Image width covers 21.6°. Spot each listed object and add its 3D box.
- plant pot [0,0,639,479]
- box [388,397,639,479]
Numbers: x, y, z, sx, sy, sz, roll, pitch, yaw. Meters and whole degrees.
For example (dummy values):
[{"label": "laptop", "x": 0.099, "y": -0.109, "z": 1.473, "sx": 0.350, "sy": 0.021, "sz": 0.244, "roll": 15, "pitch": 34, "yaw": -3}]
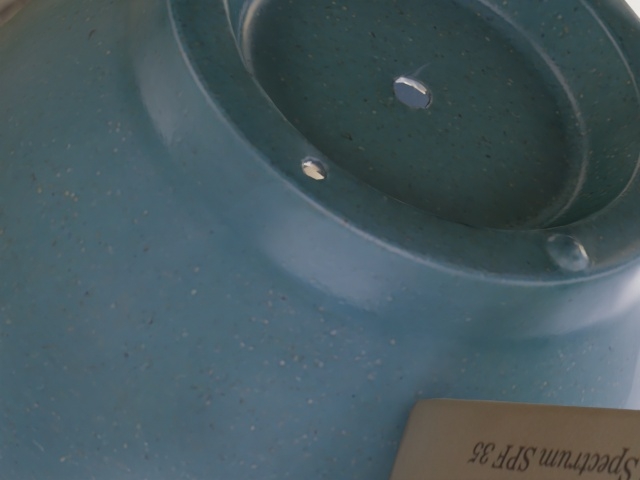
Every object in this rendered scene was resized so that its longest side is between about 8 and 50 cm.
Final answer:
[{"label": "plant pot", "x": 0.000, "y": 0.000, "z": 0.556, "sx": 0.293, "sy": 0.293, "sz": 0.196, "roll": -34, "pitch": 163, "yaw": -43}, {"label": "box", "x": 0.057, "y": 0.202, "z": 0.379, "sx": 0.148, "sy": 0.121, "sz": 0.311, "roll": -9, "pitch": -120, "yaw": 61}]
